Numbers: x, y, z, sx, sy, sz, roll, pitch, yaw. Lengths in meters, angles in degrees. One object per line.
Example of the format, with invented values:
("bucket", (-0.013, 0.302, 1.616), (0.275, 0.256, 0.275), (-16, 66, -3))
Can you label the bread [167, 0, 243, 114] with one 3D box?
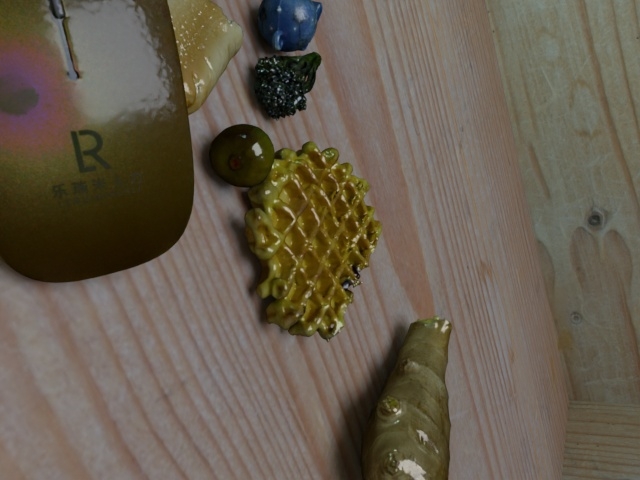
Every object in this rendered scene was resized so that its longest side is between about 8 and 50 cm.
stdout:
("bread", (-0.153, -0.198, 0.465), (0.119, 0.084, 0.177), (49, 46, -37))

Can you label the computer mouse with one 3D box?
("computer mouse", (-0.187, -0.120, 0.343), (0.158, 0.071, 0.311), (-15, 107, -32))

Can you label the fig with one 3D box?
("fig", (-0.089, -0.104, 0.555), (0.088, 0.073, 0.074), (-71, 141, -62))

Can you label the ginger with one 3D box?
("ginger", (0.175, 0.301, 0.774), (0.375, 0.166, 0.236), (-37, 104, -46))

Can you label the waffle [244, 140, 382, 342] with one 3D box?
("waffle", (-0.001, 0.000, 0.667), (0.309, 0.065, 0.284), (6, 76, -52))

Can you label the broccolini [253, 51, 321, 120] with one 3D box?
("broccolini", (-0.031, -0.248, 0.674), (0.091, 0.068, 0.203), (44, 45, -16))

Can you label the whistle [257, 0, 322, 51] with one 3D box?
("whistle", (-0.041, -0.320, 0.658), (0.090, 0.090, 0.158), (47, 47, -40))
